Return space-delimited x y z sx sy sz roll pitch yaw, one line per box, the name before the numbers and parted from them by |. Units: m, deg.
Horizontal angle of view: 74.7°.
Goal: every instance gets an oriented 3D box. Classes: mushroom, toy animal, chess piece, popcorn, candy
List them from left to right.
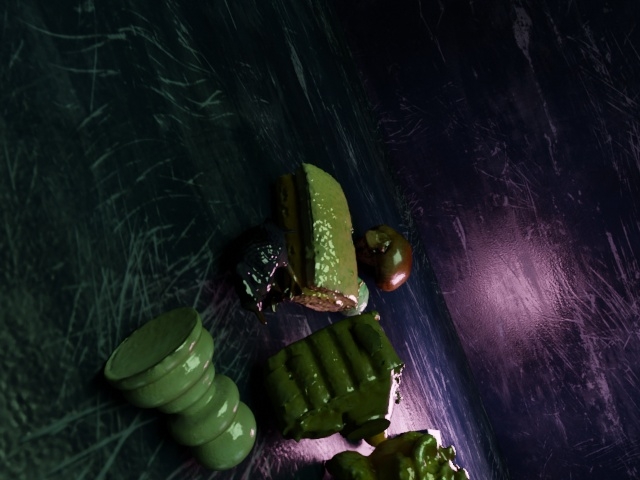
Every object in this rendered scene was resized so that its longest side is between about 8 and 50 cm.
chess piece | -0.187 0.243 0.633 0.144 0.145 0.251 -67 138 -57
toy animal | -0.119 0.051 0.914 0.185 0.122 0.298 51 29 -35
candy | 0.142 0.282 1.328 0.119 0.119 0.439 -75 146 -52
mushroom | 0.242 0.058 1.569 0.283 0.195 0.263 32 49 -53
popcorn | 0.171 0.572 0.934 0.326 0.290 0.321 41 29 6

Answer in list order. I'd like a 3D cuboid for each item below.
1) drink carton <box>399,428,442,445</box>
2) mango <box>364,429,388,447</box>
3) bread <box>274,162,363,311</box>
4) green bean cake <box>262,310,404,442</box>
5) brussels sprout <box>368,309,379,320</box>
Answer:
drink carton | 0.341 0.773 1.328 0.131 0.107 0.314 34 43 -49
mango | 0.140 0.474 1.165 0.122 0.086 0.191 32 42 -58
bread | 0.000 0.000 1.151 0.237 0.165 0.375 29 46 -49
green bean cake | 0.040 0.334 0.909 0.202 0.285 0.309 58 -10 36
brussels sprout | 0.169 0.279 1.425 0.046 0.051 0.083 31 63 -11
